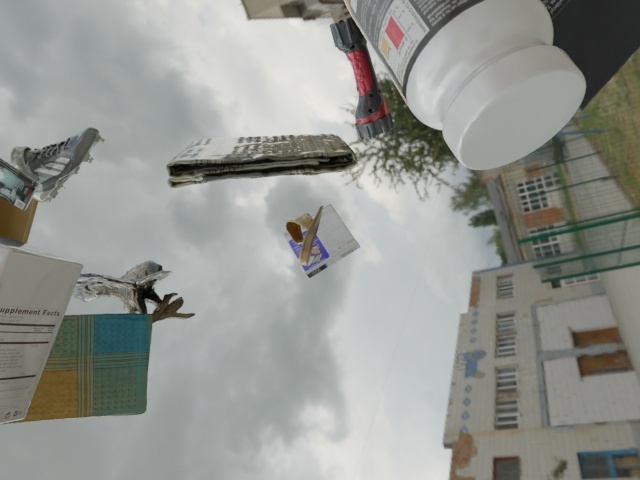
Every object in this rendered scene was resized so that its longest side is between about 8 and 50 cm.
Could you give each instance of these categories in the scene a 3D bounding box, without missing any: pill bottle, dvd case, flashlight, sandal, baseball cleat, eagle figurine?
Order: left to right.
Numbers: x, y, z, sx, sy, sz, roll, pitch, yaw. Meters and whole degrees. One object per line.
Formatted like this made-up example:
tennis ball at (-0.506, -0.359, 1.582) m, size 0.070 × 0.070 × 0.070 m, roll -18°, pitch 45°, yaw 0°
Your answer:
dvd case at (-0.523, -0.104, 0.848) m, size 0.119 × 0.087 × 0.013 m, roll 39°, pitch -134°, yaw -18°
baseball cleat at (-0.480, -0.145, 0.927) m, size 0.109 × 0.206 × 0.072 m, roll 37°, pitch -152°, yaw -29°
eagle figurine at (-0.536, 0.141, 1.462) m, size 0.225 × 0.298 × 0.226 m, roll -48°, pitch -28°, yaw -18°
sandal at (-0.048, -0.027, 1.263) m, size 0.240 × 0.079 × 0.088 m, roll -75°, pitch -1°, yaw -59°
flashlight at (0.103, -0.420, 1.366) m, size 0.103 × 0.103 × 0.303 m, roll -100°, pitch -11°, yaw -66°
pill bottle at (0.141, -0.221, 0.560) m, size 0.162 × 0.162 × 0.278 m, roll 34°, pitch -151°, yaw -57°

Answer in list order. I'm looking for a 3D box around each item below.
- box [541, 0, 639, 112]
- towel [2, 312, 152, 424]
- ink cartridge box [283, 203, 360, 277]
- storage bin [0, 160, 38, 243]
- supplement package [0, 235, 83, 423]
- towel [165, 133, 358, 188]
box at (0.352, -0.522, 1.111) m, size 0.472 × 0.297 × 0.480 m, roll 40°, pitch 180°, yaw -15°
towel at (-0.600, 0.302, 1.248) m, size 0.371 × 0.040 × 0.271 m, roll 3°, pitch -79°, yaw -25°
ink cartridge box at (0.000, 0.000, 1.797) m, size 0.208 × 0.206 × 0.045 m, roll 59°, pitch 180°, yaw 39°
storage bin at (-0.772, -0.022, 1.206) m, size 0.123 × 0.260 × 0.262 m, roll 22°, pitch -158°, yaw -15°
supplement package at (-0.572, 0.140, 0.878) m, size 0.175 × 0.178 × 0.292 m, roll 39°, pitch -112°, yaw -73°
towel at (-0.105, -0.151, 0.962) m, size 0.324 × 0.313 × 0.056 m, roll -104°, pitch 11°, yaw -72°
